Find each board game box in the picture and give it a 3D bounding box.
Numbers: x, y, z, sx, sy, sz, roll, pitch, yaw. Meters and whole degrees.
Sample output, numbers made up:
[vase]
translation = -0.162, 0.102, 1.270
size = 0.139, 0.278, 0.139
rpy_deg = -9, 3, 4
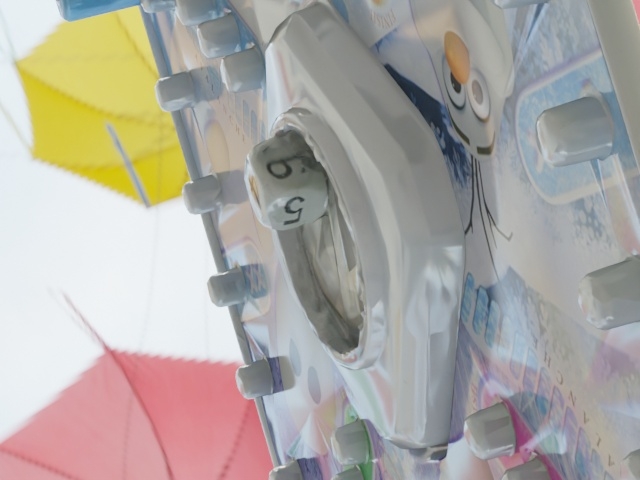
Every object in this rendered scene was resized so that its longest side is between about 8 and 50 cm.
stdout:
[board game box]
translation = 0.000, 0.000, 0.590
size = 0.050, 0.390, 0.390
rpy_deg = -15, -93, -17
